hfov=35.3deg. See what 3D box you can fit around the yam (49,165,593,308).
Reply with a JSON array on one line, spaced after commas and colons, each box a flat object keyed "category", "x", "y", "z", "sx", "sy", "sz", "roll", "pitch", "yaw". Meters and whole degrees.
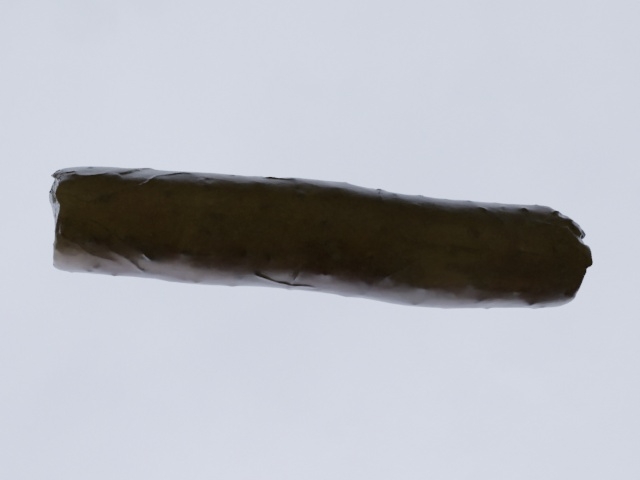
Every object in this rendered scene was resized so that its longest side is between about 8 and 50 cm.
[{"category": "yam", "x": 0.000, "y": 0.000, "z": 0.446, "sx": 0.241, "sy": 0.057, "sz": 0.057, "roll": 4, "pitch": -108, "yaw": -7}]
